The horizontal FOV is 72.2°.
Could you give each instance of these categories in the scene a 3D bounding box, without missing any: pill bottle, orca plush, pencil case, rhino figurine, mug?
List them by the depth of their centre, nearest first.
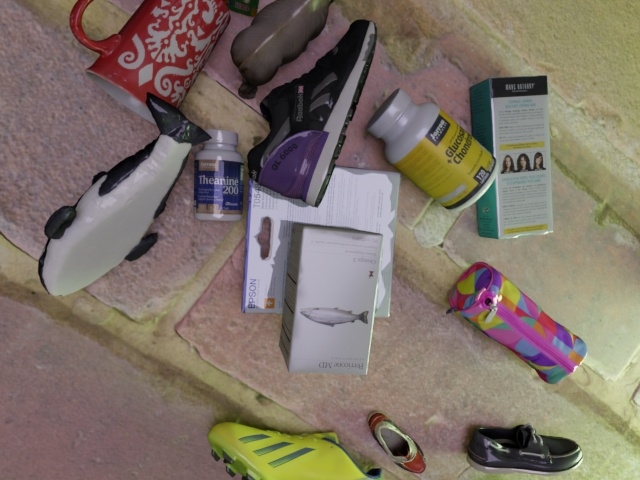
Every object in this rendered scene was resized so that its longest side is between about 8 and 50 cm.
[{"bbox_3d":[-0.199,-0.248,0.541,0.113,0.150,0.169,30,83,12],"label":"mug"},{"bbox_3d":[-0.271,-0.064,0.552,0.102,0.151,0.287,47,116,23],"label":"orca plush"},{"bbox_3d":[-0.030,-0.298,0.588,0.073,0.106,0.243,44,85,-13],"label":"rhino figurine"},{"bbox_3d":[-0.139,-0.088,0.603,0.067,0.067,0.120,1,95,-12],"label":"pill bottle"},{"bbox_3d":[0.160,-0.134,0.644,0.184,0.103,0.103,36,87,-12],"label":"pill bottle"},{"bbox_3d":[0.314,0.134,0.704,0.236,0.104,0.104,35,87,-13],"label":"pencil case"}]

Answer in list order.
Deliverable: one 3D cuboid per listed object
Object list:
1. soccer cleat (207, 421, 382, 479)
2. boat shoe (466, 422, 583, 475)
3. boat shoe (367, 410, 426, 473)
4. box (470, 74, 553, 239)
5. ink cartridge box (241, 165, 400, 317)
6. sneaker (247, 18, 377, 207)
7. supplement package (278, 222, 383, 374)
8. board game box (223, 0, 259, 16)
[{"bbox_3d":[-0.033,0.335,0.666,0.289,0.093,0.121,32,57,-8],"label":"soccer cleat"},{"bbox_3d":[0.350,0.347,0.742,0.206,0.075,0.065,1,98,-8],"label":"boat shoe"},{"bbox_3d":[0.128,0.333,0.708,0.049,0.043,0.137,-42,103,-8],"label":"boat shoe"},{"bbox_3d":[0.303,-0.129,0.697,0.100,0.060,0.244,-6,96,-11],"label":"box"},{"bbox_3d":[0.000,0.000,0.651,0.224,0.045,0.223,4,93,-11],"label":"ink cartridge box"},{"bbox_3d":[-0.012,-0.194,0.589,0.124,0.107,0.283,20,73,0],"label":"sneaker"},{"bbox_3d":[0.010,0.072,0.580,0.105,0.105,0.179,5,94,-12],"label":"supplement package"},{"bbox_3d":[-0.197,-0.358,0.538,0.259,0.124,0.039,19,90,-13],"label":"board game box"}]
